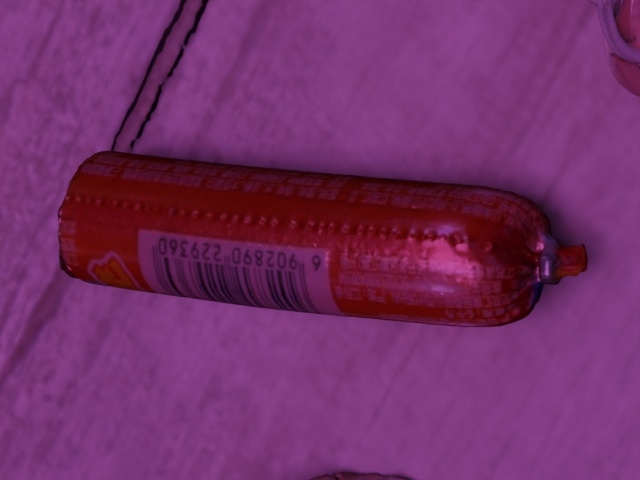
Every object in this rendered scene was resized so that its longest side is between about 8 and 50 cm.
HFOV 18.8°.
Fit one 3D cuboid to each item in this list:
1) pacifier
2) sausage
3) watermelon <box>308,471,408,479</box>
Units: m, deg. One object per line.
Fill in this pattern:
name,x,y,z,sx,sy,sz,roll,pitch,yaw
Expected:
pacifier,0.143,-0.116,0.869,0.078,0.081,0.099,26,112,52
sausage,0.000,0.000,0.958,0.274,0.074,0.074,6,101,28
watermelon,-0.001,0.289,0.969,0.292,0.319,0.222,35,147,26
